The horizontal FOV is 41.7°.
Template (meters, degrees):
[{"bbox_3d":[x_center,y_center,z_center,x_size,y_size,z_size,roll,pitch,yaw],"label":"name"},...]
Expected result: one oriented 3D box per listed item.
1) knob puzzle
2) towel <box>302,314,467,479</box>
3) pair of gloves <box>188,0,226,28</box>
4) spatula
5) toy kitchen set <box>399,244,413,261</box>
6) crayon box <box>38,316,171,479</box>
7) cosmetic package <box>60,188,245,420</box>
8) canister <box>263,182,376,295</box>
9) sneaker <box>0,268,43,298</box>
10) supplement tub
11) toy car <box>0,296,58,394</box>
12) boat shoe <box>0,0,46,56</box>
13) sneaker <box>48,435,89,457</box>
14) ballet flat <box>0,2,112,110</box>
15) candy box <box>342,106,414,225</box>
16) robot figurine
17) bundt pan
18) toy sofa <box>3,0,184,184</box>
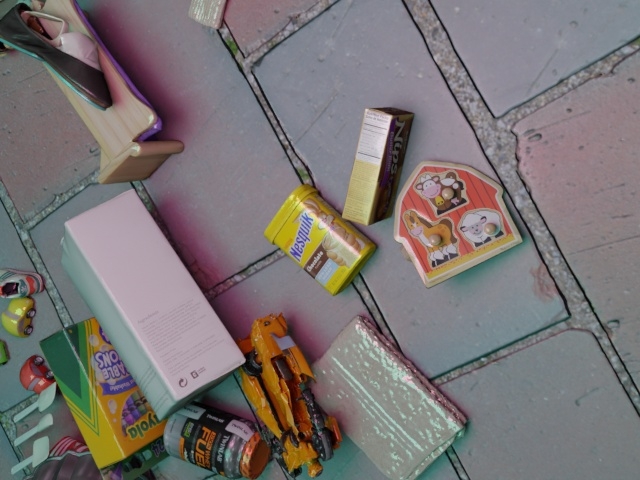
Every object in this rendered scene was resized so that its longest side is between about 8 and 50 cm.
[{"bbox_3d":[0.205,-0.046,1.354,0.213,0.030,0.213,-2,76,8],"label":"knob puzzle"},{"bbox_3d":[0.110,0.287,1.498,0.282,0.049,0.187,46,114,14],"label":"towel"},{"bbox_3d":[-0.244,-0.524,1.529,0.240,0.042,0.204,36,113,17],"label":"pair of gloves"},{"bbox_3d":[-0.633,0.422,1.836,0.242,0.019,0.168,-34,54,43],"label":"spatula"},{"bbox_3d":[0.182,-0.001,1.402,0.075,0.083,0.068,-57,32,23],"label":"toy kitchen set"},{"bbox_3d":[-0.395,0.305,1.663,0.083,0.203,0.322,-27,87,27],"label":"crayon box"},{"bbox_3d":[-0.325,0.124,1.575,0.385,0.156,0.217,58,153,7],"label":"cosmetic package"},{"bbox_3d":[0.000,0.000,1.486,0.170,0.073,0.126,42,115,12],"label":"canister"},{"bbox_3d":[-0.691,0.097,1.844,0.161,0.075,0.057,2,100,26],"label":"sneaker"},{"bbox_3d":[-0.197,0.390,1.629,0.191,0.117,0.116,13,105,24],"label":"supplement tub"},{"bbox_3d":[-0.713,0.254,1.896,0.225,0.053,0.239,-14,93,28],"label":"toy car"},{"bbox_3d":[-0.663,-0.431,1.716,0.305,0.109,0.091,-19,86,24],"label":"boat shoe"},{"bbox_3d":[-0.543,0.532,1.864,0.128,0.087,0.221,22,110,40],"label":"sneaker"},{"bbox_3d":[-0.461,-0.337,1.480,0.280,0.095,0.096,34,96,16],"label":"ballet flat"},{"bbox_3d":[0.097,-0.125,1.395,0.053,0.109,0.186,20,107,22],"label":"candy box"},{"bbox_3d":[-0.059,0.286,1.518,0.291,0.085,0.211,62,145,13],"label":"robot figurine"},{"bbox_3d":[-0.496,0.610,1.747,0.331,0.124,0.330,1,106,2],"label":"bundt pan"},{"bbox_3d":[-0.413,-0.296,1.594,0.177,0.150,0.362,-40,81,21],"label":"toy sofa"}]
